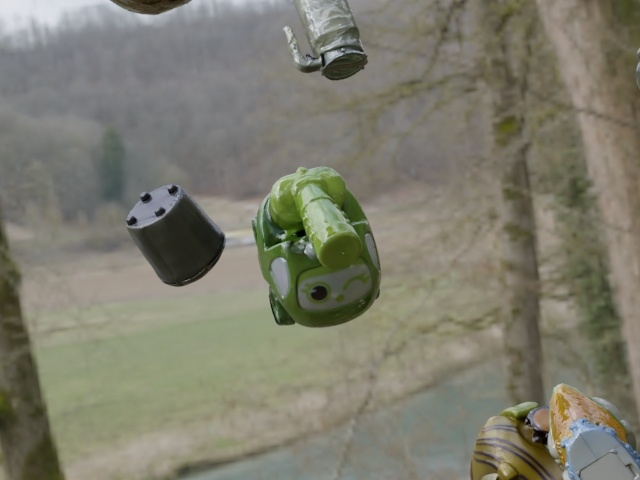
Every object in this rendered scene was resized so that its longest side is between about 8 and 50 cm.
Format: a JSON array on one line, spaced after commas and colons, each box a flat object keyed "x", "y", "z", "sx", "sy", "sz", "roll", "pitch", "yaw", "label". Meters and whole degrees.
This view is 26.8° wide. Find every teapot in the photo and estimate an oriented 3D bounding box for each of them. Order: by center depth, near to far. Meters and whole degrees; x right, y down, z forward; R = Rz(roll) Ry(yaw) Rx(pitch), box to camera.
[{"x": -0.009, "y": -0.327, "z": 1.948, "sx": 0.107, "sy": 0.200, "sz": 0.077, "roll": -16, "pitch": -24, "yaw": -10, "label": "teapot"}]

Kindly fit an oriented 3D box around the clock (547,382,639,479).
[{"x": 0.355, "y": 0.278, "z": 1.655, "sx": 0.103, "sy": 0.231, "sz": 0.144, "roll": -32, "pitch": -4, "yaw": 9, "label": "clock"}]

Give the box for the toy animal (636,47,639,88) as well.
[{"x": 0.571, "y": -0.200, "z": 1.927, "sx": 0.127, "sy": 0.251, "sz": 0.125, "roll": -32, "pitch": -32, "yaw": -25, "label": "toy animal"}]

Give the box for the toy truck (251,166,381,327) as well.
[{"x": -0.005, "y": -0.007, "z": 1.646, "sx": 0.148, "sy": 0.187, "sz": 0.210, "roll": -14, "pitch": -34, "yaw": -8, "label": "toy truck"}]

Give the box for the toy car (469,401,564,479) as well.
[{"x": 0.282, "y": 0.344, "z": 1.805, "sx": 0.142, "sy": 0.200, "sz": 0.248, "roll": -17, "pitch": 44, "yaw": -23, "label": "toy car"}]

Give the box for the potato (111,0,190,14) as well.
[{"x": -0.184, "y": -0.397, "z": 1.499, "sx": 0.301, "sy": 0.289, "sz": 0.237, "roll": 19, "pitch": -24, "yaw": 39, "label": "potato"}]

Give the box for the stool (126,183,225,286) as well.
[{"x": -0.174, "y": -0.007, "z": 1.608, "sx": 0.096, "sy": 0.110, "sz": 0.096, "roll": -26, "pitch": 31, "yaw": 17, "label": "stool"}]
